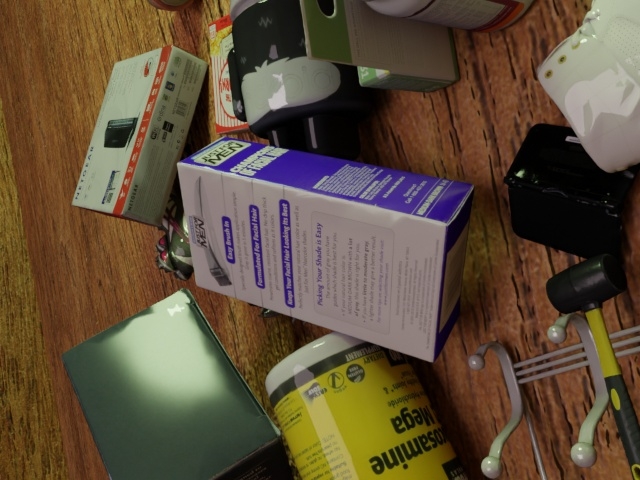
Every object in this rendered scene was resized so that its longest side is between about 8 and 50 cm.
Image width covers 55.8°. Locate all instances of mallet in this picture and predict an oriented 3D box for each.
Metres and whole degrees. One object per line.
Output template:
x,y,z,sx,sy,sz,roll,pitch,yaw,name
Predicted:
0.233,0.108,0.503,0.062,0.039,0.190,-28,57,51,mallet

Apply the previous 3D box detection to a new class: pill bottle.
0.107,-0.275,0.585,0.121,0.221,0.121,11,104,50,pill bottle
0.075,0.285,0.745,0.188,0.187,0.334,-48,60,44,pill bottle

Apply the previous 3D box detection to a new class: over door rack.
0.278,0.223,0.543,0.239,0.108,0.325,-36,68,49,over door rack

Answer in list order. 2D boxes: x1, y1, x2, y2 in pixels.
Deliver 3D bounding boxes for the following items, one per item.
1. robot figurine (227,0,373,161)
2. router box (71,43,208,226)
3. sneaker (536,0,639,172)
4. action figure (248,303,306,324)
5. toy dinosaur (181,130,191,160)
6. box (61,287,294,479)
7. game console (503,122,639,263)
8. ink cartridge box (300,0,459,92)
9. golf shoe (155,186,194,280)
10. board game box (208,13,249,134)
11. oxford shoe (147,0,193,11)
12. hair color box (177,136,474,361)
-0.024,-0.236,0.804,0.173,0.208,0.279,133,126,-85,robot figurine
-0.379,-0.208,1.237,0.301,0.082,0.336,9,82,51,router box
0.246,-0.205,0.508,0.169,0.108,0.293,-22,79,44,sneaker
-0.088,0.027,0.985,0.285,0.099,0.186,35,117,40,action figure
-0.300,-0.186,1.267,0.183,0.053,0.093,-59,36,29,toy dinosaur
-0.196,0.330,0.956,0.293,0.211,0.396,49,158,36,box
0.255,-0.049,0.605,0.122,0.071,0.107,24,84,47,game console
0.050,-0.255,0.650,0.056,0.235,0.171,-10,88,50,ink cartridge box
-0.286,-0.046,1.242,0.120,0.105,0.273,-38,54,14,golf shoe
-0.130,-0.284,1.026,0.146,0.045,0.194,2,98,52,board game box
-0.303,-0.636,1.120,0.146,0.140,0.398,28,115,54,oxford shoe
0.000,0.000,0.730,0.338,0.110,0.185,14,125,23,hair color box
